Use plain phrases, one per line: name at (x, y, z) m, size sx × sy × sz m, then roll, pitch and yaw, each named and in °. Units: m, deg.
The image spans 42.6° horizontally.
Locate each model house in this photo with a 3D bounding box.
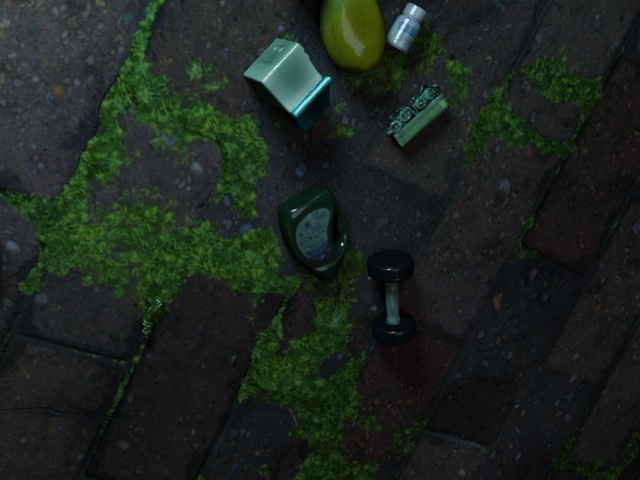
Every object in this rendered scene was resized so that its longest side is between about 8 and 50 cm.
model house at (-0.047, -0.282, 1.504) m, size 0.100 × 0.127 × 0.149 m, roll -46°, pitch 118°, yaw -3°

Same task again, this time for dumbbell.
dumbbell at (0.155, 0.124, 1.772) m, size 0.100 × 0.100 × 0.191 m, roll -14°, pitch 114°, yaw -20°

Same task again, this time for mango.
mango at (0.061, -0.406, 1.527) m, size 0.130 × 0.092 × 0.195 m, roll -8°, pitch 108°, yaw -21°

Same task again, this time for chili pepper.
chili pepper at (-0.331, 0.150, 1.598) m, size 0.027 × 0.022 × 0.083 m, roll 21°, pitch 95°, yaw -29°

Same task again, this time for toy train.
toy train at (0.195, -0.256, 1.680) m, size 0.148 × 0.038 × 0.071 m, roll -42°, pitch 121°, yaw -5°

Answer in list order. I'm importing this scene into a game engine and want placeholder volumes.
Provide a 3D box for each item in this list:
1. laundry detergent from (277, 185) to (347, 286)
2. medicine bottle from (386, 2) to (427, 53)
laundry detergent at (0.000, 0.000, 1.673) m, size 0.137 × 0.063 × 0.211 m, roll -33°, pitch 120°, yaw -18°
medicine bottle at (0.167, -0.412, 1.597) m, size 0.052 × 0.052 × 0.089 m, roll 27°, pitch 96°, yaw -31°
